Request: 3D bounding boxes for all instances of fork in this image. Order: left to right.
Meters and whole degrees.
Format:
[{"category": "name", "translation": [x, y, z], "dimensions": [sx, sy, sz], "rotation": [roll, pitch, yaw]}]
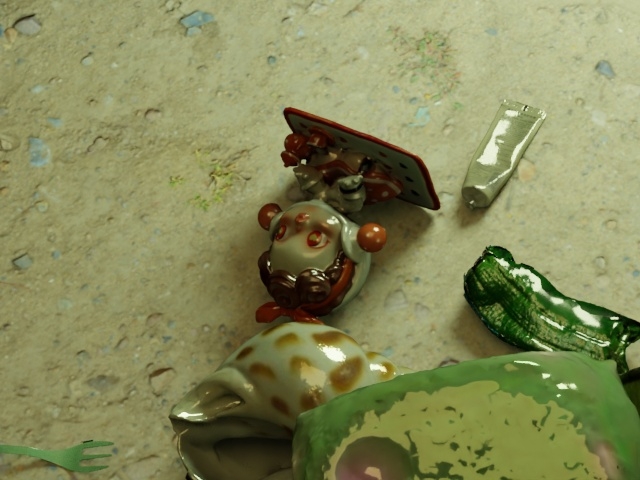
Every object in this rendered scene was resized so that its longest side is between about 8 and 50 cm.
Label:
[{"category": "fork", "translation": [-0.345, 0.237, 2.093], "dimensions": [0.235, 0.021, 0.039], "rotation": [3, 58, 12]}]

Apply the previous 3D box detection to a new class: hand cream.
[{"category": "hand cream", "translation": [0.211, -0.101, 2.192], "dimensions": [0.057, 0.037, 0.165], "rotation": [20, 59, 19]}]

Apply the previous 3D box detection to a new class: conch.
[{"category": "conch", "translation": [-0.017, 0.178, 1.998], "dimensions": [0.275, 0.149, 0.182], "rotation": [-9, 90, 14]}]

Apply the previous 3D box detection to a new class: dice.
[{"category": "dice", "translation": [0.155, 0.293, 1.772], "dimensions": [0.330, 0.318, 0.322], "rotation": [-10, 75, 2]}]

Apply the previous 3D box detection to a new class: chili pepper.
[{"category": "chili pepper", "translation": [0.258, 0.090, 2.058], "dimensions": [0.224, 0.061, 0.098], "rotation": [33, 73, 18]}]

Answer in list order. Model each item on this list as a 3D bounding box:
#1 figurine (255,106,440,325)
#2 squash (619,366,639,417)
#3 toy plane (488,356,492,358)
[{"category": "figurine", "translation": [0.000, 0.000, 2.107], "dimensions": [0.183, 0.160, 0.226], "rotation": [22, 75, 21]}, {"category": "squash", "translation": [0.431, 0.293, 1.818], "dimensions": [0.310, 0.310, 0.308], "rotation": [3, 76, 11]}, {"category": "toy plane", "translation": [0.223, 0.188, 2.017], "dimensions": [0.197, 0.053, 0.078], "rotation": [26, 76, 22]}]
